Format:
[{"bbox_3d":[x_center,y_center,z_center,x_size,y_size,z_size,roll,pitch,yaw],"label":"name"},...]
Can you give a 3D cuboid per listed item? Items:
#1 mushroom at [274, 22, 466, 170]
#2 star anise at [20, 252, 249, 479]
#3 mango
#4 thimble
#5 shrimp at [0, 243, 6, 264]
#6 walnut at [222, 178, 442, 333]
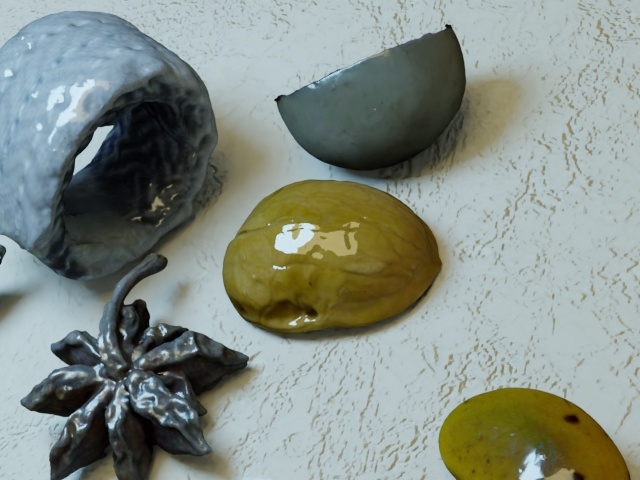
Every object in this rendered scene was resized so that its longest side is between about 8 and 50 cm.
[{"bbox_3d":[0.055,-0.128,1.410,0.188,0.141,0.117,-17,81,21],"label":"mushroom"},{"bbox_3d":[-0.172,0.116,1.315,0.209,0.089,0.231,-21,59,-5],"label":"star anise"},{"bbox_3d":[0.169,0.176,1.129,0.115,0.090,0.178,-38,40,-1],"label":"mango"},{"bbox_3d":[-0.225,-0.093,1.425,0.157,0.217,0.245,34,84,40],"label":"thimble"},{"bbox_3d":[-0.468,-0.058,1.547,0.221,0.166,0.410,-15,53,-36],"label":"shrimp"},{"bbox_3d":[0.001,-0.001,1.343,0.211,0.087,0.167,-3,47,20],"label":"walnut"}]
